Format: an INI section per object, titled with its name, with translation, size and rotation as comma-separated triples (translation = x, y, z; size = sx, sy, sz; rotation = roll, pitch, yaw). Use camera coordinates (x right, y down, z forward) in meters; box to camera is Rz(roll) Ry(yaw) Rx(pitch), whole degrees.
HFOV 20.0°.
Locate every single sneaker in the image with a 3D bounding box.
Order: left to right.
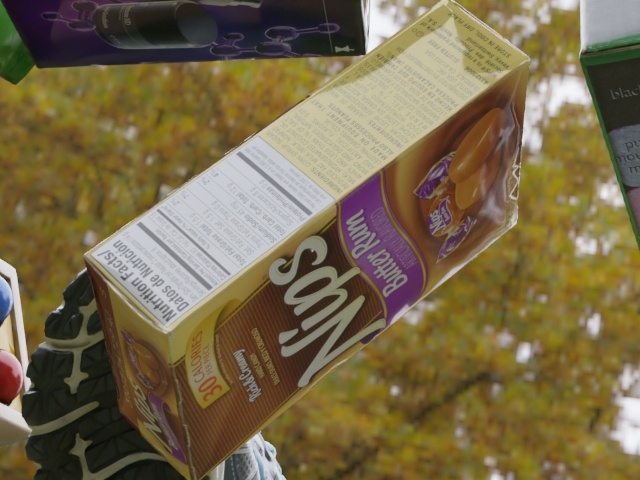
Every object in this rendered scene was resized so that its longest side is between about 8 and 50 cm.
[sneaker]
translation = -0.071, 0.135, 0.960
size = 0.110, 0.122, 0.283
rotation = -4, -76, 24

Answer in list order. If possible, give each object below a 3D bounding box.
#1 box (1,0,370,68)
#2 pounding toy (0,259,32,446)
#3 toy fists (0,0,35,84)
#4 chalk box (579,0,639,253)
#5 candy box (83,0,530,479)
[box]
translation = -0.074, -0.181, 0.860
size = 0.184, 0.103, 0.261
rotation = -4, -20, 4
[pounding toy]
translation = -0.215, 0.059, 1.027
size = 0.100, 0.130, 0.141
rotation = -17, -24, 13
[toy fists]
translation = -0.298, -0.139, 1.372
size = 0.142, 0.279, 0.096
rotation = 34, -10, -22
[chalk box]
translation = 0.236, -0.093, 0.935
size = 0.180, 0.289, 0.179
rotation = -10, -48, 17
[candy box]
translation = 0.000, 0.000, 0.714
size = 0.053, 0.186, 0.109
rotation = 41, -25, 28
